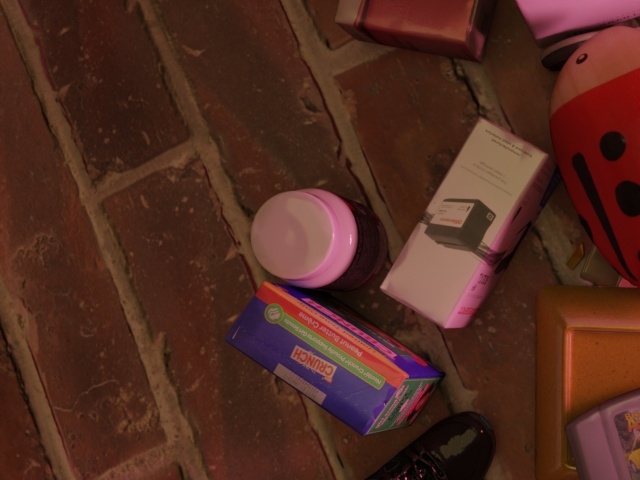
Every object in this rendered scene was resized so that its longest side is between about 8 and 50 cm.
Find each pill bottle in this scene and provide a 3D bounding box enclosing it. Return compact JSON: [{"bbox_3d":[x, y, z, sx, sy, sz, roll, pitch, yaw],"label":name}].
[{"bbox_3d":[0.000,0.000,1.878,0.161,0.283,0.161,-1,85,17],"label":"pill bottle"}]

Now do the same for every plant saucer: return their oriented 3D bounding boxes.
[{"bbox_3d":[0.494,0.242,1.780,0.332,0.081,0.333,1,95,19],"label":"plant saucer"}]

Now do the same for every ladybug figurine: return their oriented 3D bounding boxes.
[{"bbox_3d":[0.471,-0.098,1.711,0.162,0.305,0.449,-19,76,-15],"label":"ladybug figurine"}]

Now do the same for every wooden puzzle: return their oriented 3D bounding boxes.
[{"bbox_3d":[0.461,0.039,1.860,0.116,0.014,0.079,32,107,27],"label":"wooden puzzle"}]

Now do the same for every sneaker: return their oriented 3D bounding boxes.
[{"bbox_3d":[0.144,0.409,1.875,0.341,0.139,0.125,-43,73,9],"label":"sneaker"},{"bbox_3d":[0.469,-0.273,1.854,0.222,0.083,0.118,-7,84,16],"label":"sneaker"}]

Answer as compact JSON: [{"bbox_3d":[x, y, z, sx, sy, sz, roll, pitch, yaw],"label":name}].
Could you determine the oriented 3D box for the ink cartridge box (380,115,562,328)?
[{"bbox_3d":[0.245,-0.019,1.832,0.129,0.223,0.307,32,96,17],"label":"ink cartridge box"}]

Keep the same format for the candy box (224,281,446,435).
[{"bbox_3d":[0.034,0.186,1.835,0.268,0.317,0.122,33,96,17],"label":"candy box"}]

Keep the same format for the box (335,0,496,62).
[{"bbox_3d":[0.162,-0.390,1.928,0.232,0.148,0.127,13,91,19],"label":"box"}]

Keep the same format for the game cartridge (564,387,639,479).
[{"bbox_3d":[0.523,0.310,1.709,0.294,0.060,0.196,-17,86,19],"label":"game cartridge"}]

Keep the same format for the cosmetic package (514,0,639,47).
[{"bbox_3d":[0.381,-0.442,1.701,0.230,0.453,0.162,-17,81,16],"label":"cosmetic package"}]
